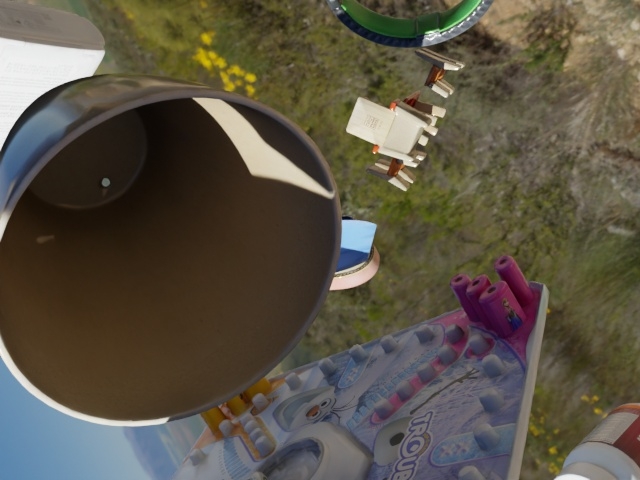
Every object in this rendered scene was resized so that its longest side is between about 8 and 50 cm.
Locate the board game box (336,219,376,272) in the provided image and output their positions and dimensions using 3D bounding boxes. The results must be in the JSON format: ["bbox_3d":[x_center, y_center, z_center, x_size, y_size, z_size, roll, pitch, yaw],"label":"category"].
[{"bbox_3d":[0.000,0.000,0.982,0.169,0.133,0.033,96,164,-64],"label":"board game box"}]

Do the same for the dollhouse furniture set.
[{"bbox_3d":[0.156,-0.240,1.450,0.135,0.259,0.262,25,113,9],"label":"dollhouse furniture set"}]

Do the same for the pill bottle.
[{"bbox_3d":[0.425,0.330,1.069,0.121,0.221,0.121,18,117,39],"label":"pill bottle"}]

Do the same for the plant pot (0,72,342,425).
[{"bbox_3d":[-0.161,-0.036,0.616,0.274,0.256,0.257,40,152,49],"label":"plant pot"}]

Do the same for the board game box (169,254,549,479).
[{"bbox_3d":[-0.029,0.183,0.578,0.390,0.390,0.050,-26,106,32],"label":"board game box"}]

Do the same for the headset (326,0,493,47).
[{"bbox_3d":[0.099,-0.433,0.978,0.394,0.243,0.185,55,-148,-53],"label":"headset"}]

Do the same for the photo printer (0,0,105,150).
[{"bbox_3d":[-0.517,-0.232,1.186,0.107,0.256,0.307,51,119,16],"label":"photo printer"}]

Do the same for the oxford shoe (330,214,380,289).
[{"bbox_3d":[-0.095,0.020,1.409,0.147,0.396,0.141,66,-163,-45],"label":"oxford shoe"}]
